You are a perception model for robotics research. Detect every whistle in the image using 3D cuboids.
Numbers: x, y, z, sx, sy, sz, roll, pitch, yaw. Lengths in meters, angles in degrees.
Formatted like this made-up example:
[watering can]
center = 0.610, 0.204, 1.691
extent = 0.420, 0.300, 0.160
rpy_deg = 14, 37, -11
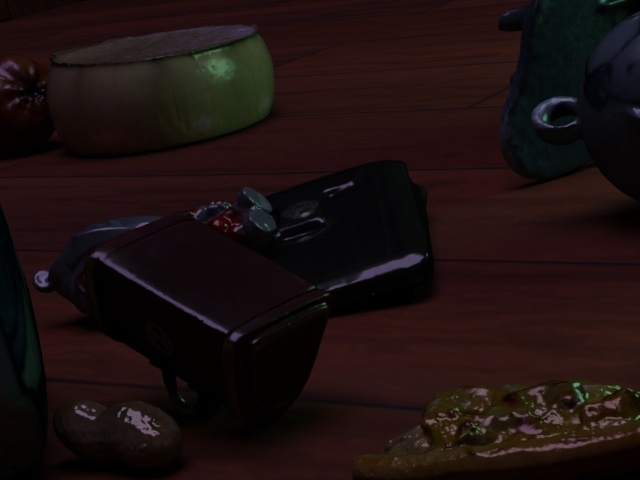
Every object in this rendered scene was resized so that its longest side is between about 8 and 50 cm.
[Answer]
[whistle]
center = 0.293, -0.097, 1.073
extent = 0.290, 0.163, 0.163
rpy_deg = -5, 16, 17

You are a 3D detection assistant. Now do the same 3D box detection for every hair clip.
[hair clip]
center = 0.278, -0.253, 1.364
extent = 0.392, 0.318, 0.238
rpy_deg = -16, 13, -13

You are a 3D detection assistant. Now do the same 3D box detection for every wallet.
[wallet]
center = 0.000, 0.000, 1.114
extent = 0.169, 0.052, 0.245
rpy_deg = -13, 17, 5

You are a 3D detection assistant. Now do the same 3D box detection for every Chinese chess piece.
[Chinese chess piece]
center = -0.189, -0.183, 1.792
extent = 0.270, 0.112, 0.270
rpy_deg = -9, 15, 2

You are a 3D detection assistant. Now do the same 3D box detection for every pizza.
[pizza]
center = 0.096, 0.090, 0.726
extent = 0.160, 0.035, 0.099
rpy_deg = -7, 15, 11

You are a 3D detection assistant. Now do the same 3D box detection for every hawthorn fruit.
[hawthorn fruit]
center = -0.376, -0.162, 1.841
extent = 0.128, 0.128, 0.128
rpy_deg = -9, 15, 3

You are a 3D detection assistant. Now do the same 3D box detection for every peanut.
[peanut]
center = -0.110, 0.105, 0.814
extent = 0.083, 0.037, 0.037
rpy_deg = 0, 18, 27

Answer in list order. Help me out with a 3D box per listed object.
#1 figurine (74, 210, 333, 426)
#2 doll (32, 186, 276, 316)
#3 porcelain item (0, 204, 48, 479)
[figurine]
center = -0.075, 0.050, 0.863
extent = 0.154, 0.098, 0.082
rpy_deg = 26, 37, 32
[doll]
center = -0.119, 0.010, 1.081
extent = 0.180, 0.079, 0.094
rpy_deg = -18, 44, 5
[porcelain item]
center = -0.255, -0.003, 0.834
extent = 0.157, 0.286, 0.281
rpy_deg = -19, 14, -10
